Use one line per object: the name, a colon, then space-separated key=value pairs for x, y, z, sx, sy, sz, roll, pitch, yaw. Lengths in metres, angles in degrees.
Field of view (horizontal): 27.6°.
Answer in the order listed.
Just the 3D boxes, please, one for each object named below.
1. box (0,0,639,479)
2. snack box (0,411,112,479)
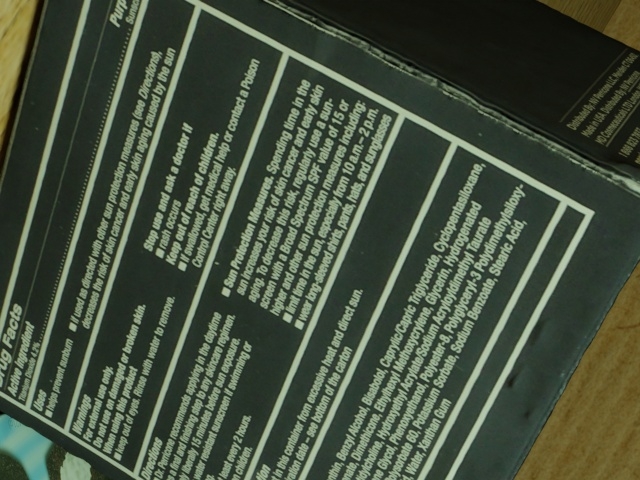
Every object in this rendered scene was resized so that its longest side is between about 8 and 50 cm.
box: x=0.000 y=0.000 z=0.680 sx=0.183 sy=0.294 sz=0.296 roll=-43 pitch=159 yaw=-58
snack box: x=-0.158 y=0.191 z=0.797 sx=0.322 sy=0.060 sz=0.187 roll=0 pitch=79 yaw=-75
